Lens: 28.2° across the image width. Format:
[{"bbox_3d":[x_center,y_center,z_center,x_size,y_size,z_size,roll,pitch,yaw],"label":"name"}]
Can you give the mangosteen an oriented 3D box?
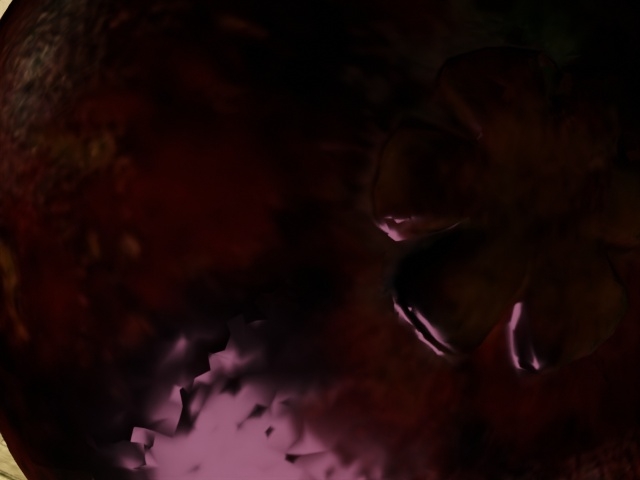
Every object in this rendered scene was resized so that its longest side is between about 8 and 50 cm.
[{"bbox_3d":[0.008,-0.006,0.478,0.311,0.311,0.311,20,156,9],"label":"mangosteen"}]
